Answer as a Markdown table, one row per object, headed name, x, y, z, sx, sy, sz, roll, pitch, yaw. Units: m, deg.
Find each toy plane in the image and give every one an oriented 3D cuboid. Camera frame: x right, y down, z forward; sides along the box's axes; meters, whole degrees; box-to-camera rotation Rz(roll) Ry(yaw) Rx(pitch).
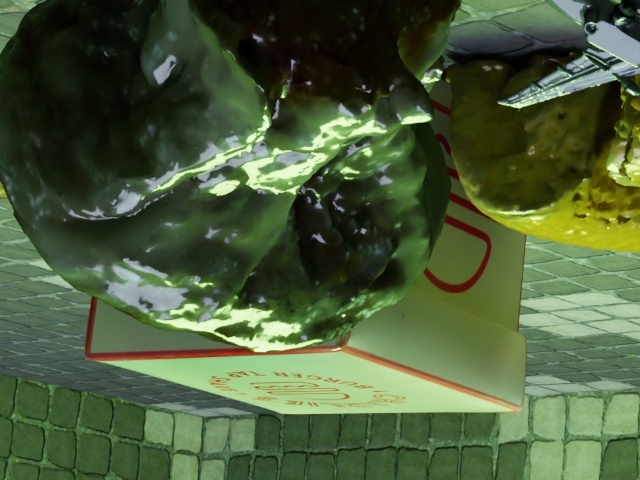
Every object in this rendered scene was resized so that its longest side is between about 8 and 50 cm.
| name | x | y | z | sx | sy | sz | roll | pitch | yaw |
| --- | --- | --- | --- | --- | --- | --- | --- | --- | --- |
| toy plane | 0.222 | -0.162 | 1.476 | 0.226 | 0.058 | 0.226 | 35 | 129 | 1 |

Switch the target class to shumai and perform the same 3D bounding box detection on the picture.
| name | x | y | z | sx | sy | sz | roll | pitch | yaw |
| --- | --- | --- | --- | --- | --- | --- | --- | --- | --- |
| shumai | -0.025 | -0.116 | 1.491 | 0.397 | 0.324 | 0.323 | 6 | 154 | -28 |

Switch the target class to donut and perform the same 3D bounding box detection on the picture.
| name | x | y | z | sx | sy | sz | roll | pitch | yaw |
| --- | --- | --- | --- | --- | --- | --- | --- | --- | --- |
| donut | 0.336 | -0.088 | 1.721 | 0.378 | 0.163 | 0.435 | 8 | 166 | -20 |

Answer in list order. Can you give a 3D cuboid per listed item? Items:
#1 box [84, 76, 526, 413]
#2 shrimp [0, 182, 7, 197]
| name | x | y | z | sx | sy | sz | roll | pitch | yaw |
| --- | --- | --- | --- | --- | --- | --- | --- | --- | --- |
| box | 0.000 | 0.000 | 1.914 | 0.314 | 0.300 | 0.312 | -4 | 164 | 37 |
| shrimp | -0.427 | -0.085 | 2.240 | 0.222 | 0.054 | 0.290 | -6 | 166 | 42 |
